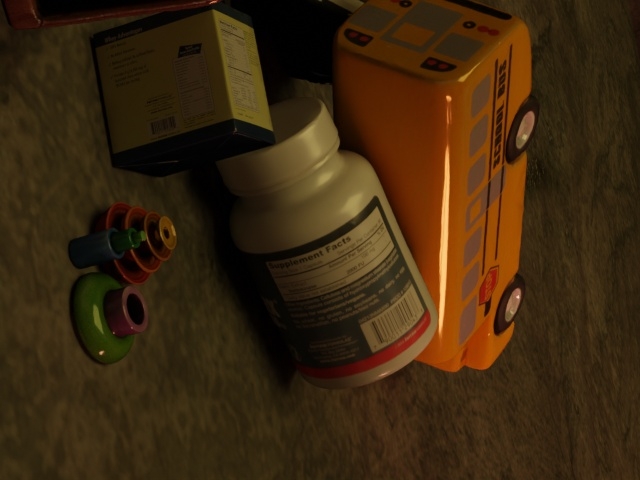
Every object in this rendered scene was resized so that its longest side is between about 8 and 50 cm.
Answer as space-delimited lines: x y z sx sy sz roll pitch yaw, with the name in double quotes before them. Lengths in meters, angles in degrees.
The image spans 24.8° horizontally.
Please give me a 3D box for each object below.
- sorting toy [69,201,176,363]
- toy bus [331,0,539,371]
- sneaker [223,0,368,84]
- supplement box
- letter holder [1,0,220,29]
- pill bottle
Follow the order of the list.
"sorting toy" -0.104 0.016 0.801 0.061 0.042 0.102 54 30 -42
"toy bus" 0.083 -0.026 1.079 0.130 0.108 0.332 -47 148 -38
"sneaker" 0.018 -0.259 1.184 0.447 0.169 0.257 -26 109 -60
"supplement box" -0.081 -0.090 0.871 0.056 0.083 0.083 12 66 -67
"letter holder" -0.058 -0.266 0.789 0.301 0.215 0.152 -87 170 -50
"pill bottle" 0.000 0.000 0.981 0.108 0.108 0.180 -68 138 -57
